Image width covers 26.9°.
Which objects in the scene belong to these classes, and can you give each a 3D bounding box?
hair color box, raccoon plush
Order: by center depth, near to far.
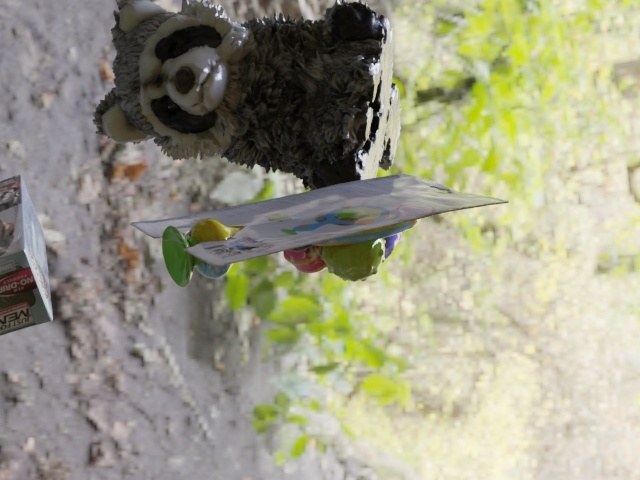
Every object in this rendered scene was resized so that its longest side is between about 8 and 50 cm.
[{"bbox_3d":[-0.075,-0.137,1.542,0.446,0.299,0.216,69,30,-74],"label":"raccoon plush"},{"bbox_3d":[-0.493,0.029,1.899,0.185,0.374,0.114,-19,112,-7],"label":"hair color box"}]

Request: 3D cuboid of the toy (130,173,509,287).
[{"bbox_3d":[0.000,0.000,0.953,0.237,0.137,0.056,-9,106,-30],"label":"toy"}]
